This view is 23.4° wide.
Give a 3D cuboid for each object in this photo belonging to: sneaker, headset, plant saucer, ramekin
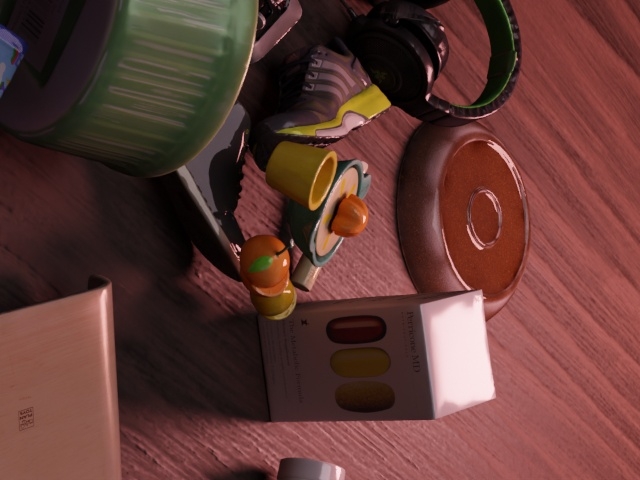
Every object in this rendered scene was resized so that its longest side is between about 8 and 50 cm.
[{"bbox_3d":[-0.019,-0.168,1.882,0.121,0.111,0.300,61,26,-4],"label":"sneaker"},{"bbox_3d":[0.123,-0.306,2.014,0.394,0.185,0.243,23,66,-30],"label":"headset"},{"bbox_3d":[0.218,-0.031,2.207,0.310,0.050,0.311,7,80,-50],"label":"plant saucer"},{"bbox_3d":[-0.212,-0.220,1.510,0.148,0.303,0.304,7,79,-42],"label":"ramekin"},{"bbox_3d":[-0.107,-0.067,1.753,0.118,0.083,0.222,-37,114,-23],"label":"sneaker"}]

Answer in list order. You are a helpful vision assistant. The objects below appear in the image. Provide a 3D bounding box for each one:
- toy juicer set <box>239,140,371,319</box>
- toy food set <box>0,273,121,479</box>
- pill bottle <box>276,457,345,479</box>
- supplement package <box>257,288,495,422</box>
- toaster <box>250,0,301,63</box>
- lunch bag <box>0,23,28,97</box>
[{"bbox_3d":[0.000,0.000,1.810,0.209,0.089,0.329,-69,165,4],"label":"toy juicer set"},{"bbox_3d":[-0.316,0.166,1.502,0.306,0.092,0.220,-15,108,-50],"label":"toy food set"},{"bbox_3d":[-0.024,0.357,1.804,0.108,0.108,0.194,29,63,-45],"label":"pill bottle"},{"bbox_3d":[0.065,0.137,1.836,0.134,0.244,0.139,-10,92,-51],"label":"supplement package"},{"bbox_3d":[-0.139,-0.288,1.710,0.110,0.185,0.168,-55,134,-36],"label":"toaster"},{"bbox_3d":[-0.438,-0.166,1.350,0.293,0.138,0.221,43,54,-35],"label":"lunch bag"}]
